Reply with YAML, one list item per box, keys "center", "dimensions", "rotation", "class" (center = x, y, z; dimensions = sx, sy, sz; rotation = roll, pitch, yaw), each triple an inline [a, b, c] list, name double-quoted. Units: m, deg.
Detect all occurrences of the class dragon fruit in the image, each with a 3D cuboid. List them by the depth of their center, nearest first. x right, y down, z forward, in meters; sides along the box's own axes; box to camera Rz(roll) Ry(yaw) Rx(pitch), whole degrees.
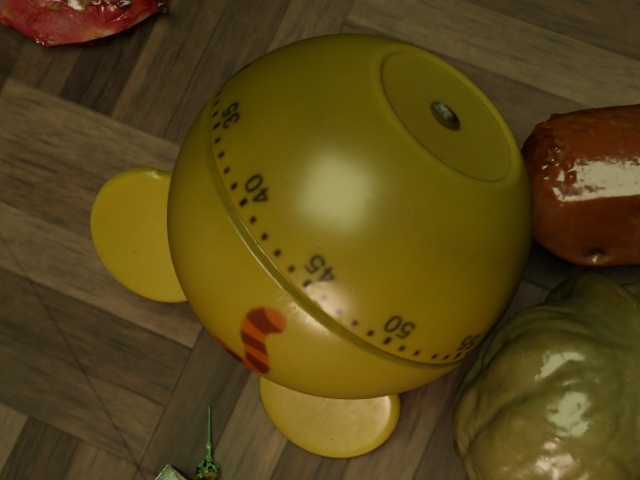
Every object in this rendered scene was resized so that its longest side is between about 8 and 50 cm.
- center: [-0.276, -0.304, 1.500]
  dimensions: [0.274, 0.126, 0.161]
  rotation: [2, 75, 10]
  class: "dragon fruit"

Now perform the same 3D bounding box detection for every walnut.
- center: [0.258, 0.160, 1.214]
  dimensions: [0.282, 0.277, 0.253]
  rotation: [12, 59, 0]
  class: "walnut"

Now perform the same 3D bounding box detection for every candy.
- center: [-0.117, 0.210, 1.399]
  dimensions: [0.023, 0.025, 0.083]
  rotation: [6, 65, -19]
  class: "candy"

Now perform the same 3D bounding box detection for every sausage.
- center: [0.321, -0.057, 1.328]
  dimensions: [0.268, 0.153, 0.141]
  rotation: [-4, 41, 5]
  class: "sausage"

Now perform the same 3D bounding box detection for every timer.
- center: [0.000, 0.000, 1.287]
  dimensions: [0.387, 0.376, 0.376]
  rotation: [-44, 70, 32]
  class: "timer"

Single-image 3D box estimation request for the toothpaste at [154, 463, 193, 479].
- center: [-0.088, 0.297, 1.343]
  dimensions: [0.193, 0.070, 0.044]
  rotation: [36, 81, 15]
  class: "toothpaste"
